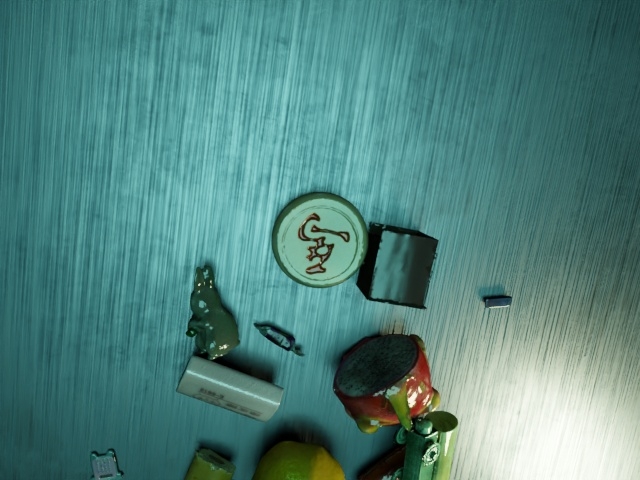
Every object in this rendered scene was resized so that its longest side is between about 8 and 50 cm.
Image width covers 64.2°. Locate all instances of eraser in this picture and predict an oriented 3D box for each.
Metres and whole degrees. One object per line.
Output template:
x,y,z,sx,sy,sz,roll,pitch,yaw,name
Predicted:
-0.256,0.417,1.427,0.270,0.174,0.094,23,52,-11,eraser

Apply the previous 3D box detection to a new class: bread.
-0.334,0.704,1.488,0.134,0.085,0.173,23,95,15,bread

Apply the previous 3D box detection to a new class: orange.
-0.064,0.711,1.464,0.279,0.235,0.278,1,96,8,orange

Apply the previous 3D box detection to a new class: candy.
-0.118,0.282,1.472,0.175,0.045,0.043,33,80,-12,candy

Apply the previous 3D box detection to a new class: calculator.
-0.631,0.683,1.500,0.094,0.019,0.141,-8,101,-8,calculator

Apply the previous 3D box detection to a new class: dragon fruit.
0.180,0.406,1.416,0.291,0.290,0.189,-26,108,-1,dragon fruit

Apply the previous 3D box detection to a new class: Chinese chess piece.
0.000,0.000,1.406,0.274,0.102,0.273,-1,101,-6,Chinese chess piece

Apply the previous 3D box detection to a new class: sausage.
0.251,0.684,1.560,0.330,0.102,0.102,-34,102,1,sausage

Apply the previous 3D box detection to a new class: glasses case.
0.533,0.184,1.538,0.083,0.023,0.033,-4,106,-4,glasses case

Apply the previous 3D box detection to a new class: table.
0.214,0.066,1.408,0.173,0.169,0.193,10,98,-8,table

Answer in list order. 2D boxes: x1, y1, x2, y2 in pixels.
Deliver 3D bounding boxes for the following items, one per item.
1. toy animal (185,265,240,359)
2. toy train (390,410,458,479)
-0.309,0.191,1.409,0.126,0.127,0.251,-9,94,22,toy animal
0.295,0.613,1.445,0.190,0.126,0.307,-17,117,-43,toy train
